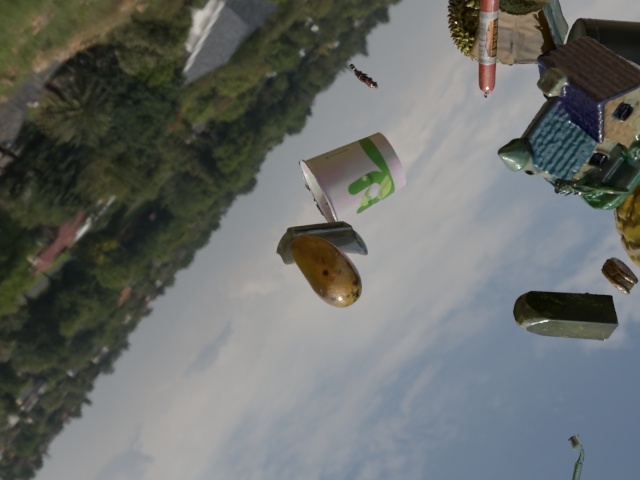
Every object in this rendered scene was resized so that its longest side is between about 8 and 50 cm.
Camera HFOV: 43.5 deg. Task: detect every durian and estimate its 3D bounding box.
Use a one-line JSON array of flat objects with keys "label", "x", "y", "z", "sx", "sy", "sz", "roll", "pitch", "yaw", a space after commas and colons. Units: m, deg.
[{"label": "durian", "x": 0.450, "y": -0.607, "z": 2.118, "sx": 0.258, "sy": 0.258, "sz": 0.293, "roll": -109, "pitch": -142, "yaw": -82}]

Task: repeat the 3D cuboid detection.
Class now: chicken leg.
[{"label": "chicken leg", "x": 0.100, "y": -0.379, "z": 1.863, "sx": 0.021, "sy": 0.083, "sz": 0.036, "roll": -50, "pitch": 176, "yaw": 5}]

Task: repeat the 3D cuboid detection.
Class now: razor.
[{"label": "razor", "x": 0.594, "y": 0.570, "z": 1.885, "sx": 0.084, "sy": 0.036, "sz": 0.211, "roll": -11, "pitch": 107, "yaw": -77}]

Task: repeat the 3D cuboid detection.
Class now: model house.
[{"label": "model house", "x": 0.541, "y": -0.243, "z": 1.667, "sx": 0.312, "sy": 0.280, "sz": 0.245, "roll": -57, "pitch": -136, "yaw": 27}]

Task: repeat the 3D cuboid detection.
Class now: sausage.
[{"label": "sausage", "x": 0.286, "y": -0.356, "z": 1.363, "sx": 0.034, "sy": 0.034, "sz": 0.253, "roll": -58, "pitch": 151, "yaw": -44}]

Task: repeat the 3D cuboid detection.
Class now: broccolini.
[{"label": "broccolini", "x": 0.494, "y": -0.096, "z": 1.457, "sx": 0.035, "sy": 0.140, "sz": 0.030, "roll": 98, "pitch": -4, "yaw": -65}]

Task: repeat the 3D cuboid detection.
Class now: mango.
[{"label": "mango", "x": 0.012, "y": 0.056, "z": 1.612, "sx": 0.090, "sy": 0.178, "sz": 0.115, "roll": -34, "pitch": 175, "yaw": -30}]

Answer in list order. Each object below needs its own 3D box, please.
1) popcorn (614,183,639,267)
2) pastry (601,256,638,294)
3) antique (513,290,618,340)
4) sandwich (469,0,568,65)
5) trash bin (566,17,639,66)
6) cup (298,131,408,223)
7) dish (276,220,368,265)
[{"label": "popcorn", "x": 0.869, "y": -0.037, "z": 1.884, "sx": 0.354, "sy": 0.390, "sz": 0.344, "roll": -31, "pitch": -178, "yaw": -27}, {"label": "pastry", "x": 0.795, "y": 0.093, "z": 2.132, "sx": 0.057, "sy": 0.097, "sz": 0.109, "roll": -48, "pitch": -140, "yaw": 19}, {"label": "antique", "x": 0.552, "y": 0.170, "z": 1.822, "sx": 0.081, "sy": 0.221, "sz": 0.080, "roll": 97, "pitch": -6, "yaw": -54}, {"label": "sandwich", "x": 0.405, "y": -0.481, "z": 1.746, "sx": 0.220, "sy": 0.186, "sz": 0.108, "roll": 5, "pitch": -119, "yaw": 36}, {"label": "trash bin", "x": 0.808, "y": -0.468, "z": 2.084, "sx": 0.252, "sy": 0.301, "sz": 0.203, "roll": -86, "pitch": 179, "yaw": -78}, {"label": "cup", "x": 0.104, "y": -0.191, "z": 2.473, "sx": 0.274, "sy": 0.253, "sz": 0.253, "roll": -28, "pitch": -176, "yaw": -7}, {"label": "dish", "x": 0.000, "y": 0.000, "z": 1.987, "sx": 0.151, "sy": 0.212, "sz": 0.077, "roll": -141, "pitch": -135, "yaw": -74}]
